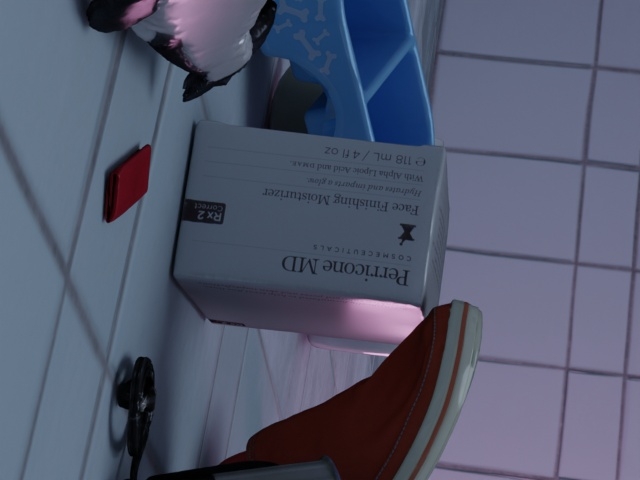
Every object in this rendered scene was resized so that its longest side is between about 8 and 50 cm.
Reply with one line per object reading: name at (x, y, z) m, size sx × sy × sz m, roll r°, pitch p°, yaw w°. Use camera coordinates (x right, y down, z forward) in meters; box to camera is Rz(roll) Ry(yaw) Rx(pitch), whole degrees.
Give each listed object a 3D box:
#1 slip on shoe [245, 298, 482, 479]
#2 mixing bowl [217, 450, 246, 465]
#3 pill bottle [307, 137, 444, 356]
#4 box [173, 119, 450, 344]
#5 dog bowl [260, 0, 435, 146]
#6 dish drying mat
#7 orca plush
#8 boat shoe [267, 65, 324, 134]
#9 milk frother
slip on shoe at (-0.001, 0.164, 1.189) m, size 0.331 × 0.101 × 0.123 m, roll -50°, pitch -168°, yaw 24°
mixing bowl at (-0.052, 0.245, 1.409) m, size 0.181 × 0.098 × 0.181 m, roll 6°, pitch 90°, yaw -84°
pill bottle at (0.072, 0.004, 2.019) m, size 0.153 × 0.153 × 0.265 m, roll 25°, pitch 71°, yaw -83°
box at (0.000, 0.000, 1.251) m, size 0.182 × 0.181 × 0.119 m, roll 69°, pitch 28°, yaw -76°
dog bowl at (0.028, -0.143, 1.442) m, size 0.166 × 0.074 × 0.297 m, roll -54°, pitch 136°, yaw -52°
dish drying mat at (-0.113, -0.034, 0.997) m, size 0.083 × 0.008 × 0.032 m, roll -64°, pitch 160°, yaw -74°
orca plush at (-0.061, -0.174, 0.927) m, size 0.287 × 0.151 × 0.102 m, roll 38°, pitch 28°, yaw -79°
boat shoe at (-0.021, -0.062, 1.542) m, size 0.081 × 0.079 × 0.227 m, roll 126°, pitch -25°, yaw -62°
milk frother at (-0.059, 0.148, 1.074) m, size 0.129 × 0.134 × 0.143 m, roll -117°, pitch -154°, yaw -53°
